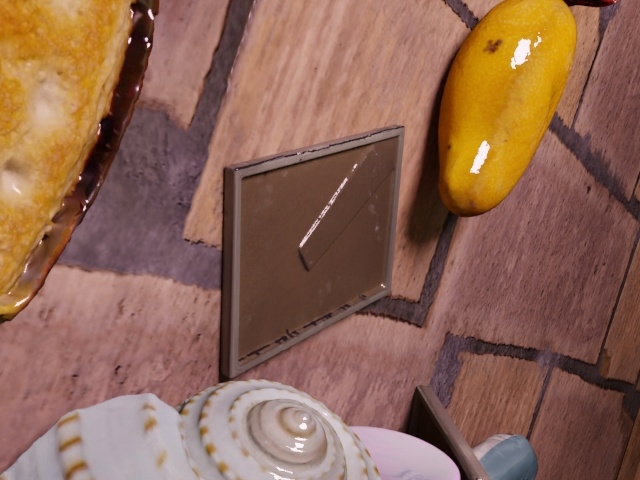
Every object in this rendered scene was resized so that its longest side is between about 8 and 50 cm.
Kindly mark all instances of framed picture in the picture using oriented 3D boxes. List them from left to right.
[{"bbox_3d":[0.000,0.000,0.751,0.250,0.016,0.184,-23,123,-50],"label":"framed picture"},{"bbox_3d":[0.114,0.355,0.936,0.240,0.021,0.324,-124,-137,-76],"label":"framed picture"}]

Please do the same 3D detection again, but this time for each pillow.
[{"bbox_3d":[0.234,0.383,1.209,0.233,0.086,0.214,-20,126,-48],"label":"pillow"}]

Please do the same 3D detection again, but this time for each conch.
[{"bbox_3d":[-0.086,0.259,0.577,0.303,0.215,0.319,3,101,-45],"label":"conch"}]

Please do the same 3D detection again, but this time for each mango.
[{"bbox_3d":[0.184,-0.143,0.876,0.262,0.109,0.157,-60,155,-10],"label":"mango"}]

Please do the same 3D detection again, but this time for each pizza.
[{"bbox_3d":[-0.194,-0.067,0.385,0.288,0.074,0.251,-16,117,-51],"label":"pizza"}]

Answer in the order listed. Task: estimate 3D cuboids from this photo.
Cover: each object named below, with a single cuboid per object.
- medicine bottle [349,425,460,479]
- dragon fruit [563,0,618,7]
[{"bbox_3d":[0.044,0.336,0.843,0.152,0.152,0.253,-6,110,-55],"label":"medicine bottle"},{"bbox_3d":[0.318,-0.384,1.015,0.092,0.123,0.192,-129,-131,-82],"label":"dragon fruit"}]
